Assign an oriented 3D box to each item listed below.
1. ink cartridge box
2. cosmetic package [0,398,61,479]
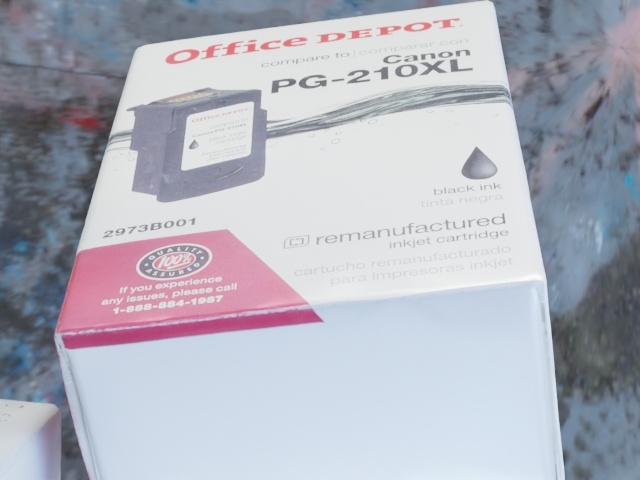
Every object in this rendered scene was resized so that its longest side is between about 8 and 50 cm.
[{"bbox_3d":[0.000,0.000,0.674,0.172,0.237,0.100,-7,121,5],"label":"ink cartridge box"},{"bbox_3d":[-0.223,0.134,0.539,0.224,0.224,0.138,4,101,5],"label":"cosmetic package"}]
